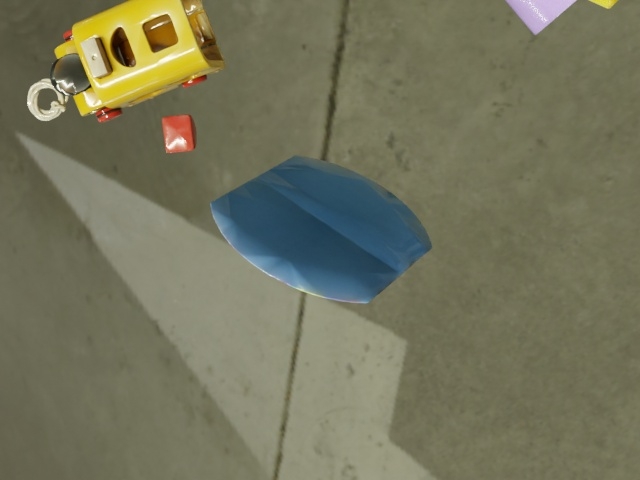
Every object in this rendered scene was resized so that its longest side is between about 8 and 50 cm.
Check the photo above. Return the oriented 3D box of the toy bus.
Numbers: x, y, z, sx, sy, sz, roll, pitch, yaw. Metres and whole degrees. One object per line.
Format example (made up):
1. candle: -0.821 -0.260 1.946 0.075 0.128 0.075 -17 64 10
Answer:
1. toy bus: -0.199 -0.181 0.956 0.190 0.104 0.202 24 102 4

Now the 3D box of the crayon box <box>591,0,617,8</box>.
1. crayon box: 0.124 -0.399 0.791 0.363 0.106 0.313 37 159 33

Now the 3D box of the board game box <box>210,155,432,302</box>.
1. board game box: 0.000 0.000 0.708 0.133 0.168 0.033 33 127 16

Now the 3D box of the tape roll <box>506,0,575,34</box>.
1. tape roll: 0.377 -0.407 1.334 0.090 0.275 0.275 49 141 -1
